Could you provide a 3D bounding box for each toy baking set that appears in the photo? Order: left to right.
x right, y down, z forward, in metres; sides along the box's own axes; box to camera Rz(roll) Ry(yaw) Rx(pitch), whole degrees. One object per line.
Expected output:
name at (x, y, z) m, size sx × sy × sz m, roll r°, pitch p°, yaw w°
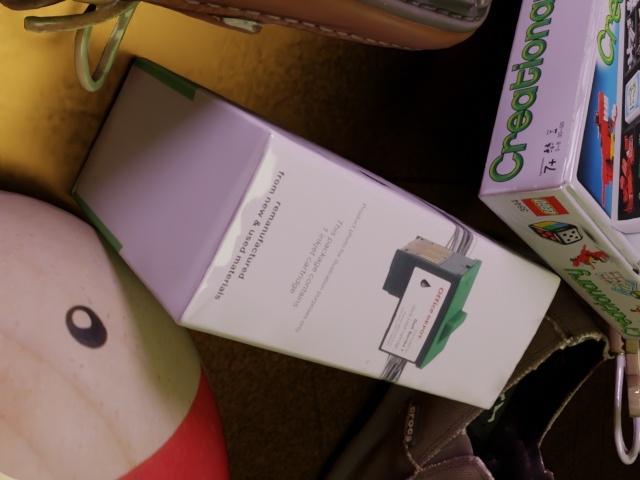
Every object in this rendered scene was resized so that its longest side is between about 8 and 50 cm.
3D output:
toy baking set at (0.244, 0.069, 0.645) m, size 0.256 × 0.030 × 0.197 m, roll 57°, pitch 37°, yaw -52°

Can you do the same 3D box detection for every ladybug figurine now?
ladybug figurine at (-0.175, 0.200, 0.412) m, size 0.305 × 0.162 × 0.449 m, roll -11°, pitch 118°, yaw -30°

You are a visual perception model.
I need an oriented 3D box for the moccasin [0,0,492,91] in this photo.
moccasin at (-0.096, -0.147, 0.309) m, size 0.380 × 0.147 × 0.139 m, roll 3°, pitch 76°, yaw -28°

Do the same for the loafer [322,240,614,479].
loafer at (0.099, 0.182, 0.607) m, size 0.134 × 0.130 × 0.366 m, roll 14°, pitch 103°, yaw -37°

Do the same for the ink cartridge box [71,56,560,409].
ink cartridge box at (0.000, 0.000, 0.435) m, size 0.219 × 0.160 × 0.092 m, roll 22°, pitch 99°, yaw -40°

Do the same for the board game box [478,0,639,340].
board game box at (0.195, -0.114, 0.494) m, size 0.193 × 0.053 × 0.305 m, roll 36°, pitch 61°, yaw -39°
